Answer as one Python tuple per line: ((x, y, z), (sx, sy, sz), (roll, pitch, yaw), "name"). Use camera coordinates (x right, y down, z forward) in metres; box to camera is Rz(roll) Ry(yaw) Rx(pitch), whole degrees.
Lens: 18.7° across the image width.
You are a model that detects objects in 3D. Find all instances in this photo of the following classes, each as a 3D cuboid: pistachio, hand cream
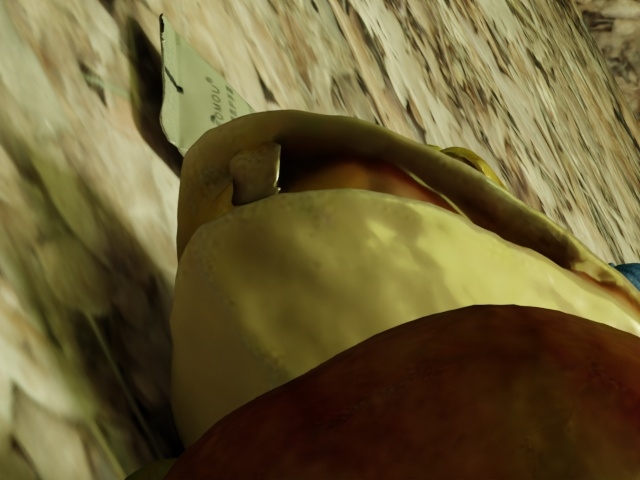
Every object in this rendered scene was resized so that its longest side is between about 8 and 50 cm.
((0.037, 0.057, 0.648), (0.229, 0.157, 0.157), (45, 21, -21), "pistachio")
((0.000, 0.000, 0.834), (0.234, 0.050, 0.080), (47, 22, -36), "hand cream")

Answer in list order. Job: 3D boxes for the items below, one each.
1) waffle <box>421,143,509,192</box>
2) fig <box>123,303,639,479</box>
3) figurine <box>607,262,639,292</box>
((0.126, 0.084, 1.081), (0.309, 0.065, 0.283), (58, 15, -19), "waffle")
((0.033, 0.109, 0.497), (0.205, 0.205, 0.205), (57, 16, -26), "fig")
((0.247, 0.085, 1.523), (0.079, 0.077, 0.136), (14, 60, -27), "figurine")
